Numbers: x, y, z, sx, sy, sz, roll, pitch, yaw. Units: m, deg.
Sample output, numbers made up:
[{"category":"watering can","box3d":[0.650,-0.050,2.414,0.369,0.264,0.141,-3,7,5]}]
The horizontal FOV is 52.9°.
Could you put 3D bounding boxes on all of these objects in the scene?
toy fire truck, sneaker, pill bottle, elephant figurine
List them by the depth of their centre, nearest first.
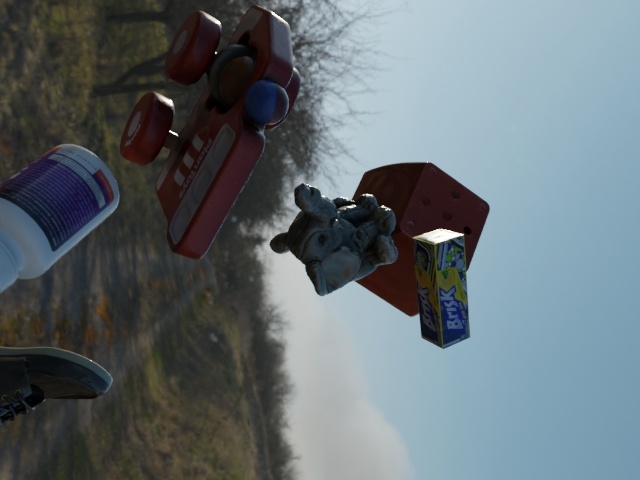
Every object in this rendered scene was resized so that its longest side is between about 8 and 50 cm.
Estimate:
[{"category":"pill bottle","box3d":[-0.335,-0.023,0.749,0.193,0.108,0.108,-57,150,-47]},{"category":"sneaker","box3d":[-0.371,0.196,0.775,0.083,0.222,0.118,87,8,-50]},{"category":"toy fire truck","box3d":[-0.123,-0.149,0.833,0.302,0.169,0.254,-57,-147,12]},{"category":"elephant figurine","box3d":[0.000,0.000,1.048,0.169,0.239,0.186,-1,-85,42]}]

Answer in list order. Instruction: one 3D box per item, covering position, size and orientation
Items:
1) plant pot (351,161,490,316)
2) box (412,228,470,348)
[{"category":"plant pot","box3d":[0.211,-0.021,1.419,0.235,0.267,0.267,-30,-149,62]},{"category":"box","box3d":[0.183,0.073,0.970,0.054,0.059,0.169,22,-56,58]}]
